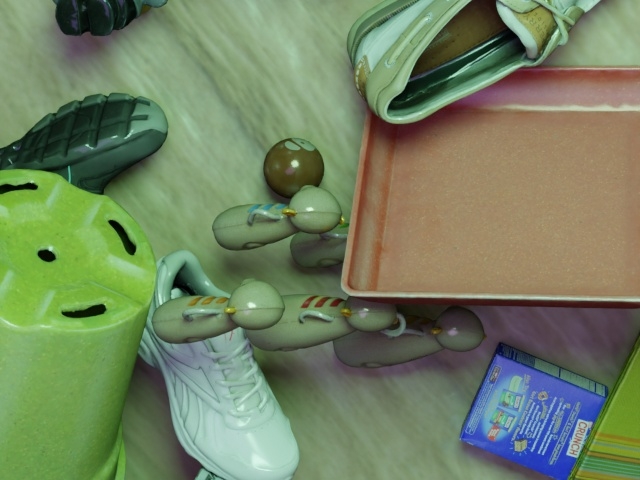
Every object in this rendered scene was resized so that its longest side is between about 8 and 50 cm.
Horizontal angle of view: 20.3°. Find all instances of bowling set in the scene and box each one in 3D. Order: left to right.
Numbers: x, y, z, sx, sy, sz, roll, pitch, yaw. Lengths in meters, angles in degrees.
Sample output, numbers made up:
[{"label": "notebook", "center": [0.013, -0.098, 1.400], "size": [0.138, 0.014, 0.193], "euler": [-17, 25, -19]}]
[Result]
[{"label": "bowling set", "center": [0.000, 0.000, 1.498], "size": [0.154, 0.287, 0.200], "euler": [-11, 78, 42]}]

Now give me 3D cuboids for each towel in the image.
[{"label": "towel", "center": [0.291, 0.144, 1.567], "size": [0.102, 0.021, 0.237], "euler": [12, 111, -29]}]

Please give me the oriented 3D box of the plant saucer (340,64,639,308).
[{"label": "plant saucer", "center": [0.159, -0.039, 1.458], "size": [0.259, 0.258, 0.048], "euler": [0, 139, 10]}]

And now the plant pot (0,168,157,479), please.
[{"label": "plant pot", "center": [-0.257, 0.089, 1.495], "size": [0.276, 0.276, 0.254], "euler": [29, 128, 1]}]

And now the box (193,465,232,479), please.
[{"label": "box", "center": [-0.112, 0.290, 1.589], "size": [0.056, 0.231, 0.183], "euler": [22, 109, 4]}]

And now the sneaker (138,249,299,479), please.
[{"label": "sneaker", "center": [-0.091, 0.110, 1.557], "size": [0.232, 0.090, 0.115], "euler": [53, 146, 12]}]

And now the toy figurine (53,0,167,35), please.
[{"label": "toy figurine", "center": [-0.180, -0.293, 1.479], "size": [0.213, 0.148, 0.209], "euler": [40, 115, -6]}]

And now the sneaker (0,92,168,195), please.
[{"label": "sneaker", "center": [-0.244, -0.047, 1.598], "size": [0.267, 0.101, 0.106], "euler": [-21, 120, 18]}]

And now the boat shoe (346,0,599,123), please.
[{"label": "boat shoe", "center": [0.163, -0.190, 1.442], "size": [0.302, 0.103, 0.113], "euler": [-34, 126, 16]}]

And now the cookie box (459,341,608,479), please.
[{"label": "cookie box", "center": [0.190, 0.154, 1.595], "size": [0.107, 0.040, 0.092], "euler": [23, 109, 3]}]
